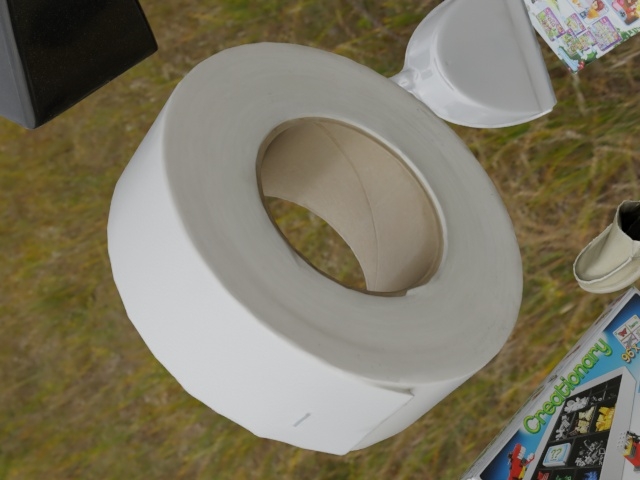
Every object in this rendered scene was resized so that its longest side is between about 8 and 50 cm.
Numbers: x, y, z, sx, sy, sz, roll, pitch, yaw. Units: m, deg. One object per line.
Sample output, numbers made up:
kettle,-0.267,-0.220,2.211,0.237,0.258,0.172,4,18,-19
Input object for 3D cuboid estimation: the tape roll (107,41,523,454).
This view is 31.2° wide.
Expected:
tape roll,0.000,0.000,0.804,0.286,0.286,0.100,55,134,13

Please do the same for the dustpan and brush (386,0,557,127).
dustpan and brush,0.116,-0.168,1.131,0.060,0.211,0.147,-21,86,64

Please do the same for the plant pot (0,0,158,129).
plant pot,-0.312,-0.256,1.213,0.188,0.187,0.167,26,141,31

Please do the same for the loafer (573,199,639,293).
loafer,0.466,-0.010,1.706,0.092,0.102,0.268,27,139,-21

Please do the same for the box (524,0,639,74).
box,0.335,-0.392,1.537,0.201,0.057,0.293,-32,107,37

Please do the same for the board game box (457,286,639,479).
board game box,0.300,0.212,1.167,0.193,0.305,0.053,45,151,6
